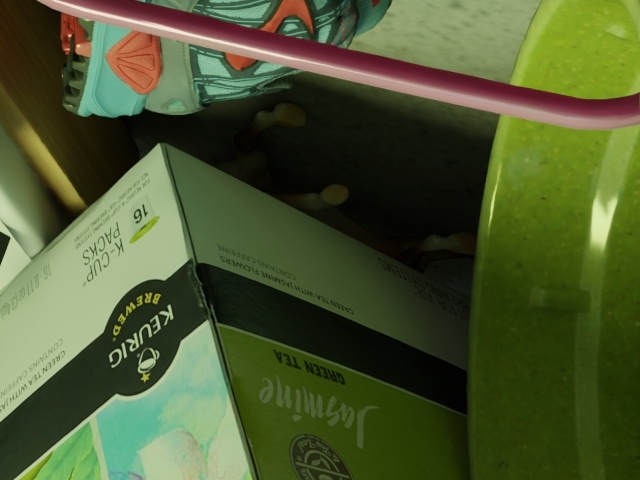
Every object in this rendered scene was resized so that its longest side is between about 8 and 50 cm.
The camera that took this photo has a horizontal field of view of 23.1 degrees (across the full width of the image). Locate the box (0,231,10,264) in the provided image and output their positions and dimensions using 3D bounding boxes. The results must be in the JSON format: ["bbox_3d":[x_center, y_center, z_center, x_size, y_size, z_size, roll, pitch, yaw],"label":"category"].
[{"bbox_3d":[-0.198,0.018,0.747,0.052,0.062,0.083,32,154,-35],"label":"box"}]

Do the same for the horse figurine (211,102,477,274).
[{"bbox_3d":[0.000,0.000,0.905,0.263,0.066,0.174,22,153,-26],"label":"horse figurine"}]

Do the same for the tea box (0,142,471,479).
[{"bbox_3d":[0.002,0.183,0.780,0.220,0.324,0.329,-41,137,23],"label":"tea box"}]

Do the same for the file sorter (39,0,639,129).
[{"bbox_3d":[0.016,-0.169,0.275,0.202,0.182,0.291,12,160,8],"label":"file sorter"}]

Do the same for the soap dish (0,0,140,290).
[{"bbox_3d":[-0.222,-0.067,0.803,0.228,0.118,0.291,10,160,13],"label":"soap dish"}]

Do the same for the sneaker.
[{"bbox_3d":[-0.026,-0.122,0.595,0.125,0.104,0.262,2,168,-15],"label":"sneaker"}]

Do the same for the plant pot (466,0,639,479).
[{"bbox_3d":[0.212,0.038,0.625,0.253,0.276,0.276,5,161,-7],"label":"plant pot"}]
